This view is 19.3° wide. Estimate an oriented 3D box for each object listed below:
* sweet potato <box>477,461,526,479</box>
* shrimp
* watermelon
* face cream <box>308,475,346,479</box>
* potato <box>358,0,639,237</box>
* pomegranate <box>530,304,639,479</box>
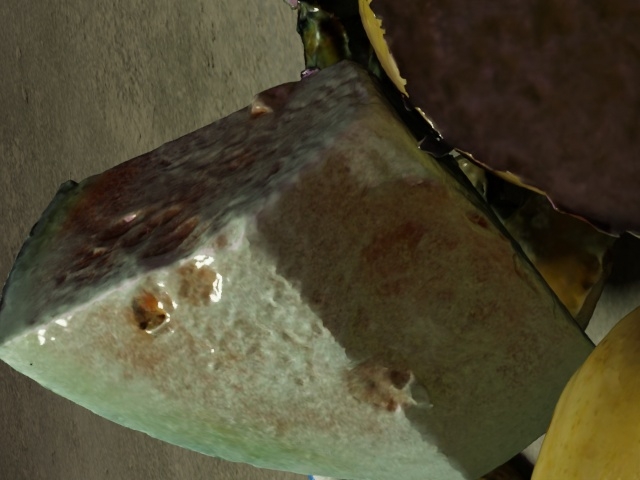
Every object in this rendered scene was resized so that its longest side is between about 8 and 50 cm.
[{"bbox_3d":[0.172,0.234,1.460,0.233,0.062,0.081,28,123,53],"label":"sweet potato"},{"bbox_3d":[0.083,-0.101,1.372,0.272,0.085,0.445,-41,57,34],"label":"shrimp"},{"bbox_3d":[0.000,0.000,1.163,0.258,0.387,0.228,102,174,-50],"label":"watermelon"},{"bbox_3d":[0.008,0.227,1.813,0.130,0.034,0.034,54,147,36],"label":"face cream"},{"bbox_3d":[0.144,-0.144,1.132,0.237,0.301,0.288,140,149,-82],"label":"potato"},{"bbox_3d":[0.272,0.151,0.935,0.332,0.332,0.332,41,139,49],"label":"pomegranate"}]
